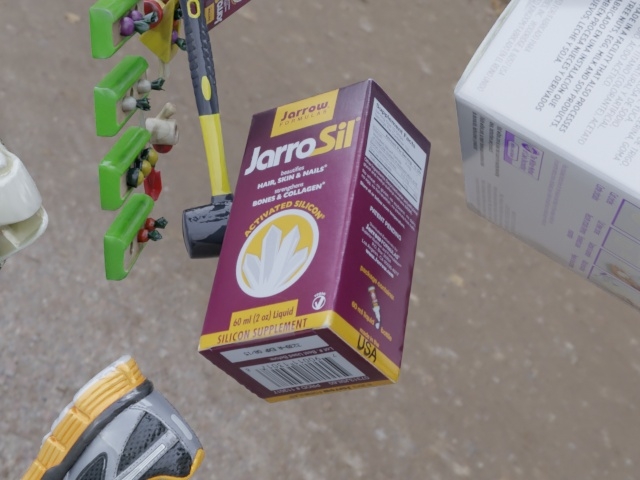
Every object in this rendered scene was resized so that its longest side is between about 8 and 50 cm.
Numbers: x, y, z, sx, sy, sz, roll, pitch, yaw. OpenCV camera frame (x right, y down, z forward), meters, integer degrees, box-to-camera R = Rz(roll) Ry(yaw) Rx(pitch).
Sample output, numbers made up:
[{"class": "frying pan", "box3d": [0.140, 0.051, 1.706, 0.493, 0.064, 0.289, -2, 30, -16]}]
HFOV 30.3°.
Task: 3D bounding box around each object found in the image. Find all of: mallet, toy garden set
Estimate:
[{"class": "mallet", "box3d": [-0.086, -0.079, 0.825, 0.062, 0.190, 0.039, -16, 5, -10]}, {"class": "toy garden set", "box3d": [-0.155, -0.115, 1.094, 0.049, 0.244, 0.204, 3, 24, 5]}]

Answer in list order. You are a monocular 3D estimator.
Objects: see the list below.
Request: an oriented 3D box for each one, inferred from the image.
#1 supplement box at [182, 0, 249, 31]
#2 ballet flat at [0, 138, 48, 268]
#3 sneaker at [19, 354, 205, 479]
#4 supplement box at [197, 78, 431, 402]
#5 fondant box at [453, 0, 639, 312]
[{"class": "supplement box", "box3d": [-0.106, -0.262, 1.219, 0.043, 0.055, 0.083, 37, 61, 18]}, {"class": "ballet flat", "box3d": [-0.305, 0.027, 0.884, 0.164, 0.182, 0.483, 54, 31, -32]}, {"class": "sneaker", "box3d": [-0.150, 0.171, 0.733, 0.083, 0.215, 0.084, 38, 28, 3]}, {"class": "supplement box", "box3d": [0.000, 0.000, 0.768, 0.081, 0.104, 0.188, 43, 46, -41]}, {"class": "fondant box", "box3d": [0.237, 0.001, 0.644, 0.330, 0.096, 0.238, 33, -5, 13]}]
